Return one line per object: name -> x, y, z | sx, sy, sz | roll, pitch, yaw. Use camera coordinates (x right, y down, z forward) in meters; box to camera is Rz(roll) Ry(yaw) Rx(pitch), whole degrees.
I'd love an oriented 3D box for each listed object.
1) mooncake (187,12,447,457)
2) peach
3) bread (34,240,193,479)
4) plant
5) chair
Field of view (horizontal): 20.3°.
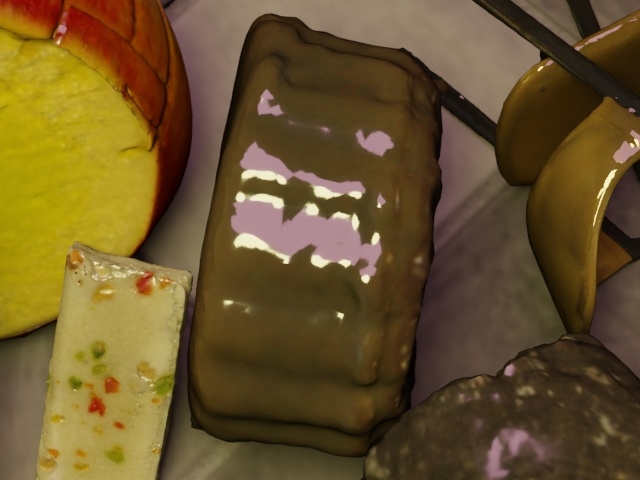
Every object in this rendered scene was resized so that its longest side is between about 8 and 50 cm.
mooncake -> 0.000, 0.000, 0.929 | 0.124, 0.228, 0.228 | 10, 64, -2
peach -> -0.209, -0.089, 0.938 | 0.248, 0.275, 0.245 | -40, 60, -11
bread -> -0.111, 0.078, 0.943 | 0.068, 0.154, 0.028 | 13, 23, 2
plant -> 0.162, 0.206, 0.852 | 0.194, 0.182, 0.321 | -25, 68, -18
chair -> 0.145, -0.081, 1.003 | 0.172, 0.159, 0.247 | -30, 66, -11
